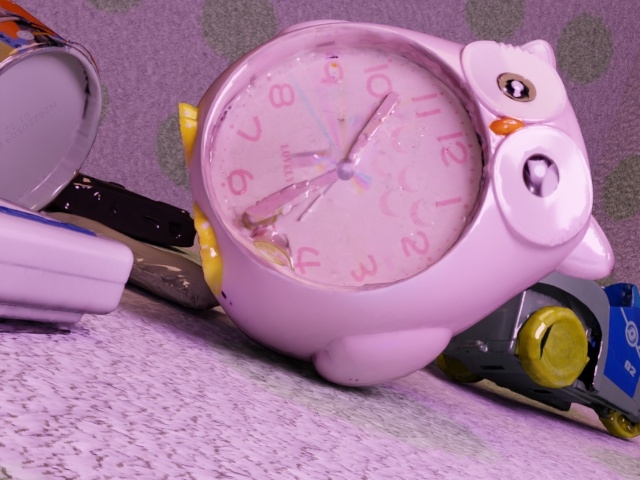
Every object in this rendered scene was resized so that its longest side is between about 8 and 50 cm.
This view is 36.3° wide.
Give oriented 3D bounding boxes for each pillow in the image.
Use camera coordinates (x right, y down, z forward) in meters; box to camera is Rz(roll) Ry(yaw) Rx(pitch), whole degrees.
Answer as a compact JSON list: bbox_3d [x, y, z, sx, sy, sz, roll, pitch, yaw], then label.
[{"bbox_3d":[-0.205,0.022,1.083,0.229,0.051,0.128,22,4,15],"label":"pillow"}]

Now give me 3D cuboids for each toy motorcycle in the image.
[{"bbox_3d":[0.326,0.126,1.269,0.326,0.200,0.191,24,-17,-28],"label":"toy motorcycle"}]

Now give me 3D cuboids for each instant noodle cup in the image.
[{"bbox_3d":[-0.401,-0.161,1.116,0.214,0.296,0.296,29,4,20],"label":"instant noodle cup"}]

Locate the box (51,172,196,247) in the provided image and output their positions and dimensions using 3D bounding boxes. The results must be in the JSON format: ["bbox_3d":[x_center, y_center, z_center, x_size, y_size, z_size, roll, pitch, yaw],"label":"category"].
[{"bbox_3d":[-0.389,-0.072,1.693,0.289,0.073,0.290,21,2,44],"label":"box"}]

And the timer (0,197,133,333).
[{"bbox_3d":[-0.258,0.000,0.651,0.178,0.078,0.253,18,-1,22],"label":"timer"}]

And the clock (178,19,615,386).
[{"bbox_3d":[0.069,-0.045,0.965,0.377,0.368,0.250,-10,-20,-2],"label":"clock"}]
